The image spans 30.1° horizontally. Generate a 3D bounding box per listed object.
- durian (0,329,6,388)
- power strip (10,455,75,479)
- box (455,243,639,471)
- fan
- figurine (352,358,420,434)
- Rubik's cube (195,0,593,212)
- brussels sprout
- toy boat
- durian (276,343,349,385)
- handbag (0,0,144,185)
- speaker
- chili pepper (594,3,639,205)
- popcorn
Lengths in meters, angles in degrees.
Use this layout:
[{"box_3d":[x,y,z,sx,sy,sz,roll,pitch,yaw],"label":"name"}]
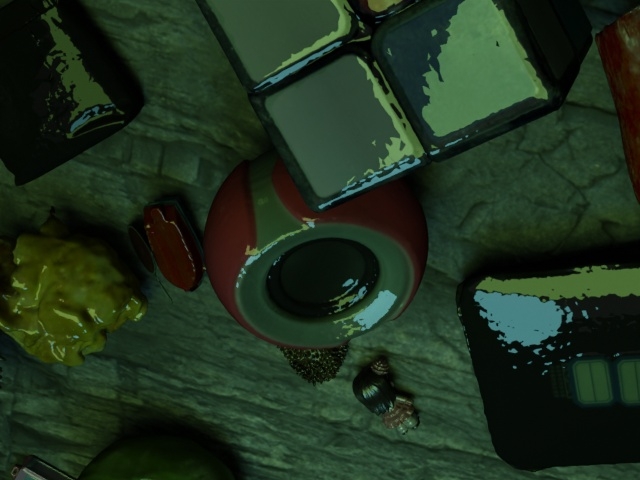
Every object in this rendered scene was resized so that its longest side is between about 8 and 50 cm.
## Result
[{"box_3d":[-0.640,0.159,1.790,0.384,0.348,0.347,48,126,25],"label":"durian"},{"box_3d":[-0.422,0.477,2.076,0.279,0.037,0.109,31,122,-5],"label":"power strip"},{"box_3d":[0.386,0.170,1.662,0.350,0.091,0.359,-8,118,19],"label":"box"},{"box_3d":[-0.250,0.035,1.744,0.133,0.005,0.085,61,159,2],"label":"fan"},{"box_3d":[0.103,0.240,1.795,0.072,0.054,0.129,-33,110,24],"label":"figurine"},{"box_3d":[0.090,-0.260,1.325,0.316,0.318,0.313,-24,101,25],"label":"Rubik's cube"},{"box_3d":[-0.276,0.466,1.915,0.328,0.247,0.327,4,110,11],"label":"brussels sprout"},{"box_3d":[-0.207,0.006,1.731,0.069,0.058,0.172,-6,125,18],"label":"toy boat"},{"box_3d":[-0.013,0.173,1.776,0.111,0.071,0.140,-11,122,20],"label":"durian"},{"box_3d":[-0.392,-0.211,1.634,0.247,0.080,0.223,-25,111,25],"label":"handbag"},{"box_3d":[0.000,0.000,1.552,0.294,0.294,0.294,6,121,10],"label":"speaker"},{"box_3d":[0.464,-0.176,1.385,0.251,0.229,0.305,-11,106,39],"label":"chili pepper"},{"box_3d":[-0.392,0.080,1.752,0.254,0.191,0.190,32,155,-4],"label":"popcorn"}]
